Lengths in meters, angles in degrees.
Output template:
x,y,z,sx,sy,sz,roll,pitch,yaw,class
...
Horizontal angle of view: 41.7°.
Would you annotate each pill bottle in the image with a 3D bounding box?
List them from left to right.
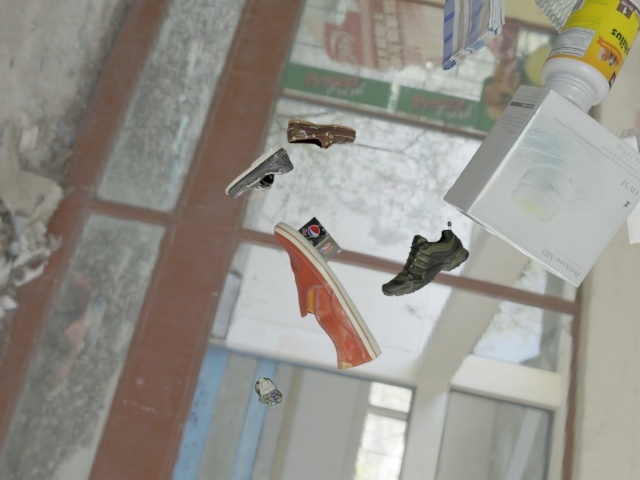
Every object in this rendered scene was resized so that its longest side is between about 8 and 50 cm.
x,y,z,sx,sy,sz,roll,pitch,yaw,class
0.449,-0.310,1.413,0.215,0.117,0.117,-61,175,-13,pill bottle

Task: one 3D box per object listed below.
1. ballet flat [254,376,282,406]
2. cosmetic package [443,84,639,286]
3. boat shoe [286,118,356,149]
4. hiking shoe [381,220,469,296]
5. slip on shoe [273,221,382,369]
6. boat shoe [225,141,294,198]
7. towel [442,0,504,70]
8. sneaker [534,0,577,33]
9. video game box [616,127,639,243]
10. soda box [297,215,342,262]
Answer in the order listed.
x,y,z,sx,sy,sz,roll,pitch,yaw,class
-0.093,0.256,1.439,0.114,0.041,0.041,-175,-83,-77,ballet flat
0.356,-0.086,1.314,0.224,0.224,0.138,-56,-167,7,cosmetic package
0.003,-0.299,2.446,0.073,0.207,0.073,115,-22,-65,boat shoe
0.230,0.046,1.976,0.114,0.227,0.086,61,-8,-4,hiking shoe
-0.005,0.108,1.654,0.331,0.101,0.123,58,-2,5,slip on shoe
-0.124,-0.124,1.694,0.206,0.065,0.075,-35,-173,49,boat shoe
0.347,-0.530,1.940,0.285,0.034,0.209,155,-62,-73,towel
0.561,-0.500,1.852,0.146,0.102,0.293,11,53,-51,sneaker
0.620,-0.112,1.662,0.187,0.048,0.205,-31,110,-68,video game box
0.000,0.000,1.944,0.053,0.060,0.169,-39,163,1,soda box
